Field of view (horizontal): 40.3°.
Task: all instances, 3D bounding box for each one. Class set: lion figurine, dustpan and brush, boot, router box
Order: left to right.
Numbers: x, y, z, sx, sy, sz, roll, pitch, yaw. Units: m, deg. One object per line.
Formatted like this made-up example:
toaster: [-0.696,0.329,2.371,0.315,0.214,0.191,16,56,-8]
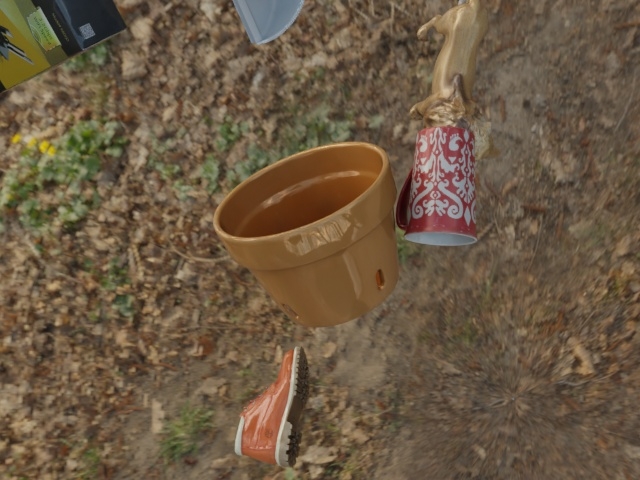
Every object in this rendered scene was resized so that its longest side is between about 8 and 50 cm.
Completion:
router box: [-0.408,-0.361,1.101,0.242,0.081,0.309,-10,114,45]
boot: [-0.062,0.206,1.114,0.084,0.059,0.158,1,58,20]
dustpan and brush: [-0.040,-0.326,0.968,0.060,0.211,0.147,-9,121,26]
lion figurine: [0.269,-0.341,1.713,0.142,0.240,0.393,-3,99,-9]

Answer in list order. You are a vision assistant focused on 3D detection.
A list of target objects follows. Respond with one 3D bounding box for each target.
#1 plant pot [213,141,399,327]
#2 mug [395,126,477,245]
plant pot: [0.000,0.000,1.390,0.290,0.291,0.204,-18,117,9]
mug: [0.175,-0.084,1.371,0.150,0.113,0.169,0,80,27]
